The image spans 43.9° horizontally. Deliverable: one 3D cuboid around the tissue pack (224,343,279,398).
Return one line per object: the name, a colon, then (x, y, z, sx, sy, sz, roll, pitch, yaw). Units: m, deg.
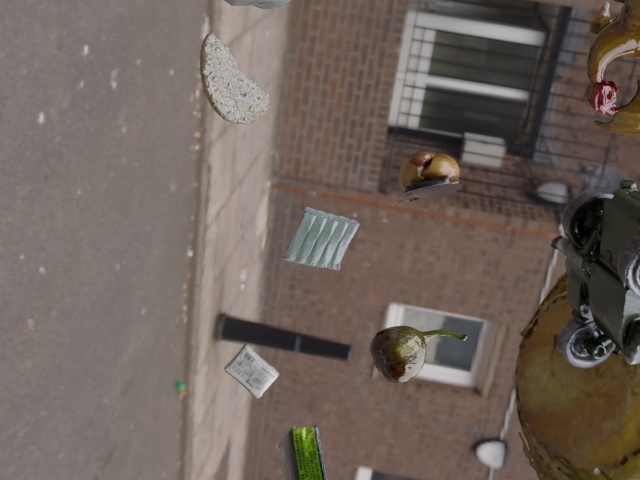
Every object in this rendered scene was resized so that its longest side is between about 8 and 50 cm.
tissue pack: (-0.124, 0.236, 1.434, 0.062, 0.083, 0.042, -49, -171, -10)

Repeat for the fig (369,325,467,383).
fig: (0.248, 0.265, 2.001, 0.149, 0.245, 0.149, 158, -90, -86)

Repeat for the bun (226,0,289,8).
bun: (-0.196, -0.679, 1.890, 0.194, 0.355, 0.354, -56, -167, 39)

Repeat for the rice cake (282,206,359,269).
rice cake: (0.000, 0.000, 2.327, 0.037, 0.190, 0.198, -84, -172, -51)

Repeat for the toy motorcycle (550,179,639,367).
toy motorcycle: (0.361, 0.053, 0.918, 0.205, 0.127, 0.275, -118, -162, -64)

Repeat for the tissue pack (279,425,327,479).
tissue pack: (-0.029, 0.516, 1.635, 0.173, 0.073, 0.235, 113, -30, -60)

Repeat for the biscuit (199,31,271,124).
biscuit: (-0.202, -0.340, 1.800, 0.250, 0.032, 0.133, 46, 57, -46)

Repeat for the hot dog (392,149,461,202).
hot dog: (0.279, -0.176, 2.130, 0.326, 0.194, 0.107, 97, -19, -85)

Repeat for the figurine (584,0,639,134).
figurine: (0.675, -0.348, 1.431, 0.268, 0.387, 0.400, -56, 154, -31)

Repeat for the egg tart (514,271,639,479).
egg tart: (0.424, 0.193, 1.131, 0.443, 0.178, 0.442, -29, -128, 47)
